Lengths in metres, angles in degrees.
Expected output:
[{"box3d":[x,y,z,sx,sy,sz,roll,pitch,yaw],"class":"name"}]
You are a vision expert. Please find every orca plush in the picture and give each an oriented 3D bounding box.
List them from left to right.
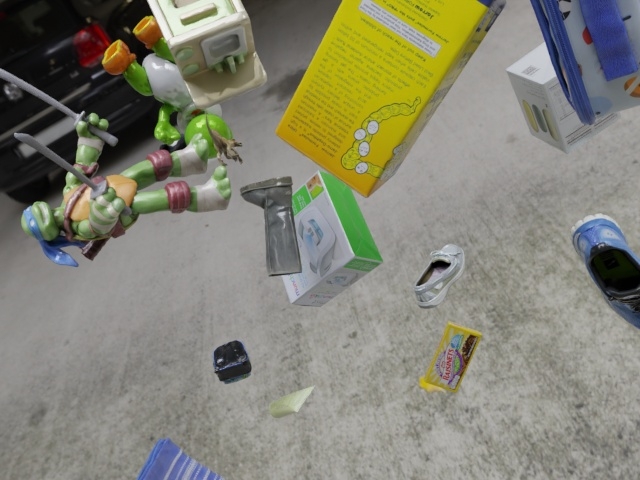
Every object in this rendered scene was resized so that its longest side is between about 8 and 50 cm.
[{"box3d":[-0.376,-0.255,1.624,0.287,0.151,0.102,-25,72,31],"class":"orca plush"}]

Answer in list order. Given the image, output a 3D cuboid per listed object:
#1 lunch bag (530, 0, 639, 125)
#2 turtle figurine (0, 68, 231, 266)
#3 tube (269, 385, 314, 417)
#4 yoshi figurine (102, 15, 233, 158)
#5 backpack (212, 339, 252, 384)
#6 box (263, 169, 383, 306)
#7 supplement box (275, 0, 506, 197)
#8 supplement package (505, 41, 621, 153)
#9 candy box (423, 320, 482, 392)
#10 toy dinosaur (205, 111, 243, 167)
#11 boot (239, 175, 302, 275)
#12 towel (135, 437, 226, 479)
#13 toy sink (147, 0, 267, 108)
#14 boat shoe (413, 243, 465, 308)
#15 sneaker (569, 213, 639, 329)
[{"box3d":[0.272,-0.288,0.571,0.115,0.303,0.243,-16,37,33],"class":"lunch bag"},{"box3d":[-0.267,-0.103,0.732,0.266,0.275,0.198,-15,19,-29],"class":"turtle figurine"},{"box3d":[-0.088,0.494,1.636,0.240,0.062,0.070,136,133,-56],"class":"tube"},{"box3d":[-0.327,-0.332,1.296,0.203,0.362,0.203,-7,50,36],"class":"yoshi figurine"},{"box3d":[-0.255,0.350,1.560,0.105,0.084,0.114,-17,30,-12],"class":"backpack"},{"box3d":[0.000,0.000,1.390,0.231,0.126,0.262,-37,59,30],"class":"box"},{"box3d":[0.114,-0.283,0.896,0.357,0.195,0.194,-58,-8,28],"class":"supplement box"},{"box3d":[0.739,-0.449,1.659,0.198,0.263,0.199,-35,33,4],"class":"supplement package"},{"box3d":[0.395,0.351,1.629,0.105,0.206,0.027,19,16,4],"class":"candy box"},{"box3d":[-0.222,-0.215,1.218,0.053,0.183,0.093,-29,77,9],"class":"toy dinosaur"},{"box3d":[-0.108,-0.025,1.189,0.076,0.209,0.189,-11,4,-32],"class":"boot"},{"box3d":[-0.192,0.511,1.032,0.040,0.336,0.243,-57,3,-1],"class":"towel"},{"box3d":[-0.213,-0.389,0.995,0.152,0.234,0.131,-23,-8,-6],"class":"toy sink"},{"box3d":[0.426,0.108,1.952,0.118,0.103,0.320,1,37,43],"class":"boat shoe"},{"box3d":[0.657,0.102,1.172,0.129,0.330,0.147,-37,16,31],"class":"sneaker"}]
